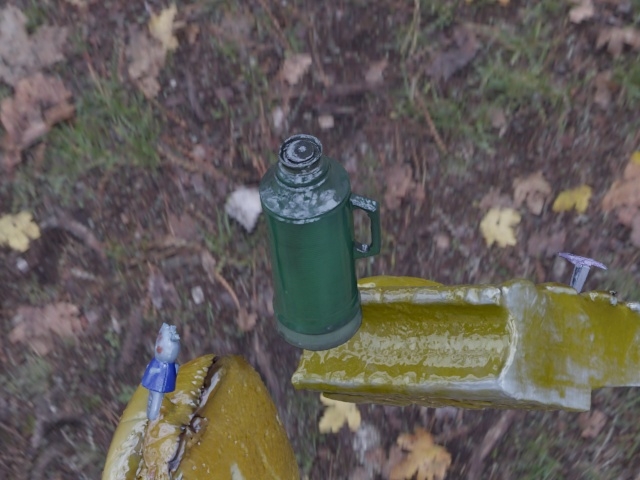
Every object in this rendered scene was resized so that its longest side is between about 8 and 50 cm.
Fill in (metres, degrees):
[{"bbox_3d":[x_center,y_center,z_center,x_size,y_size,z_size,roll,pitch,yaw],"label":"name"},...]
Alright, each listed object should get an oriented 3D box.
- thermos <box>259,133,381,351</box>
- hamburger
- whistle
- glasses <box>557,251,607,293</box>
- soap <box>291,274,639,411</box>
[{"bbox_3d":[-0.005,0.001,1.132,0.083,0.187,0.073,31,57,30],"label":"thermos"},{"bbox_3d":[-0.132,0.288,1.626,0.174,0.284,0.304,-10,27,14],"label":"hamburger"},{"bbox_3d":[-0.133,0.109,1.230,0.029,0.033,0.083,9,101,-27],"label":"whistle"},{"bbox_3d":[0.335,0.071,1.965,0.063,0.140,0.103,15,90,5],"label":"glasses"},{"bbox_3d":[0.154,0.102,1.506,0.259,0.281,0.143,6,82,-42],"label":"soap"}]
